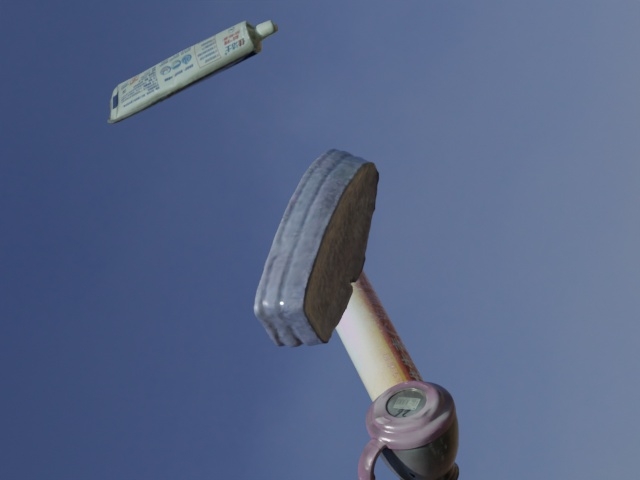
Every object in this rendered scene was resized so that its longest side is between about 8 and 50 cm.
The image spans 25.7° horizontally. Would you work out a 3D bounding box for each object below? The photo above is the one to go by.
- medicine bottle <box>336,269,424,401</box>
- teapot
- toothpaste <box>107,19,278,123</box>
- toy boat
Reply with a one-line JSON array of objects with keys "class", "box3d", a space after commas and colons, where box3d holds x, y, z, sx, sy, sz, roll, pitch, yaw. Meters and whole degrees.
[{"class": "medicine bottle", "box3d": [0.077, 0.148, 2.370, 0.426, 0.108, 0.108, 62, -179, 39]}, {"class": "teapot", "box3d": [0.123, 0.271, 1.795, 0.148, 0.116, 0.146, -63, -38, -49]}, {"class": "toothpaste", "box3d": [-0.177, -0.236, 1.914, 0.047, 0.268, 0.069, 26, -136, -65]}, {"class": "toy boat", "box3d": [0.000, 0.000, 1.781, 0.127, 0.078, 0.283, 57, -134, -47]}]
